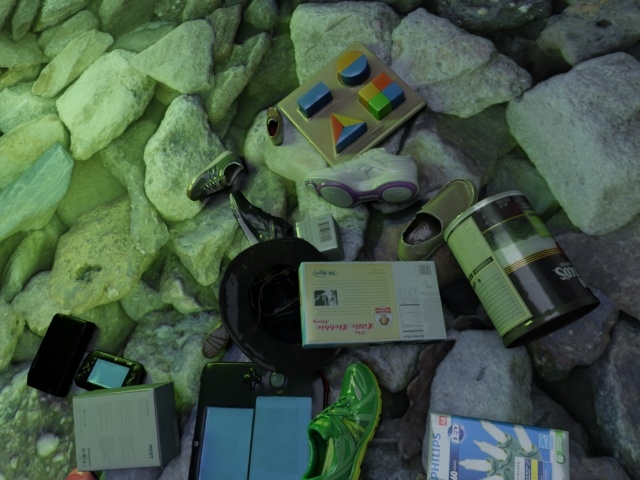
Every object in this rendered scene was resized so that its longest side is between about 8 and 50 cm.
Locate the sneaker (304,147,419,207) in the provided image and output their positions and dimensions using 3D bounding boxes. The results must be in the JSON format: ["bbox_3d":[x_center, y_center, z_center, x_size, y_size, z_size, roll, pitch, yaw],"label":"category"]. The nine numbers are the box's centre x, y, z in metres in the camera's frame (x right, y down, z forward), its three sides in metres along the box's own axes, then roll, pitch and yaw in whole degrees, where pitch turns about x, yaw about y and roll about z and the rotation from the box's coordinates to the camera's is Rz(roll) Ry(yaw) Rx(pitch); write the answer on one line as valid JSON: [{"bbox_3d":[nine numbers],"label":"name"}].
[{"bbox_3d":[0.110,-0.171,1.275,0.304,0.114,0.152,1,56,12],"label":"sneaker"}]

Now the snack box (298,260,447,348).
[{"bbox_3d":[0.115,0.144,1.090,0.321,0.060,0.187,0,68,-9],"label":"snack box"}]

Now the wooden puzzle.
[{"bbox_3d":[0.077,-0.407,1.380,0.322,0.080,0.348,-39,63,-1],"label":"wooden puzzle"}]

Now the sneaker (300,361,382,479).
[{"bbox_3d":[0.044,0.395,1.016,0.109,0.123,0.296,-18,44,47],"label":"sneaker"}]

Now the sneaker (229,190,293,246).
[{"bbox_3d":[-0.142,-0.030,1.294,0.124,0.107,0.284,-30,71,-5],"label":"sneaker"}]

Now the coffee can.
[{"bbox_3d":[0.417,0.061,1.020,0.201,0.201,0.276,-26,64,5],"label":"coffee can"}]

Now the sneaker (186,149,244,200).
[{"bbox_3d":[-0.306,-0.180,1.412,0.086,0.064,0.192,37,80,31],"label":"sneaker"}]

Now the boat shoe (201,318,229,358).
[{"bbox_3d":[-0.252,0.237,1.239,0.056,0.049,0.152,31,75,6],"label":"boat shoe"}]

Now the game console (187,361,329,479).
[{"bbox_3d":[-0.149,0.480,1.105,0.341,0.060,0.387,-3,68,15],"label":"game console"}]

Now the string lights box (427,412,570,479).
[{"bbox_3d":[0.352,0.433,0.961,0.259,0.077,0.134,2,71,18],"label":"string lights box"}]

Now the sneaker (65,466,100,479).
[{"bbox_3d":[-0.599,0.698,1.110,0.115,0.136,0.314,-2,68,15],"label":"sneaker"}]

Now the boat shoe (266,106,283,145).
[{"bbox_3d":[-0.140,-0.354,1.443,0.050,0.045,0.136,-17,65,10],"label":"boat shoe"}]

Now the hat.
[{"bbox_3d":[-0.084,0.164,1.153,0.330,0.134,0.332,4,70,-10],"label":"hat"}]

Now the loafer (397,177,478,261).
[{"bbox_3d":[0.289,-0.052,1.165,0.101,0.092,0.269,36,83,26],"label":"loafer"}]

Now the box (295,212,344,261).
[{"bbox_3d":[0.000,0.000,1.235,0.101,0.087,0.101,-15,66,11],"label":"box"}]

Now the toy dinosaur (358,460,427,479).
[{"bbox_3d":[0.096,0.544,1.006,0.268,0.064,0.118,-35,70,5],"label":"toy dinosaur"}]

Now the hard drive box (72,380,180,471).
[{"bbox_3d":[-0.476,0.455,1.172,0.231,0.089,0.181,-9,83,14],"label":"hard drive box"}]

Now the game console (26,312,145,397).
[{"bbox_3d":[-0.637,0.338,1.319,0.360,0.044,0.214,10,72,20],"label":"game console"}]
